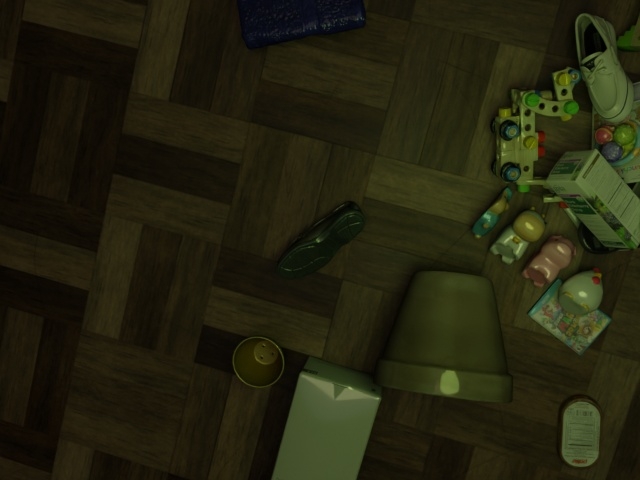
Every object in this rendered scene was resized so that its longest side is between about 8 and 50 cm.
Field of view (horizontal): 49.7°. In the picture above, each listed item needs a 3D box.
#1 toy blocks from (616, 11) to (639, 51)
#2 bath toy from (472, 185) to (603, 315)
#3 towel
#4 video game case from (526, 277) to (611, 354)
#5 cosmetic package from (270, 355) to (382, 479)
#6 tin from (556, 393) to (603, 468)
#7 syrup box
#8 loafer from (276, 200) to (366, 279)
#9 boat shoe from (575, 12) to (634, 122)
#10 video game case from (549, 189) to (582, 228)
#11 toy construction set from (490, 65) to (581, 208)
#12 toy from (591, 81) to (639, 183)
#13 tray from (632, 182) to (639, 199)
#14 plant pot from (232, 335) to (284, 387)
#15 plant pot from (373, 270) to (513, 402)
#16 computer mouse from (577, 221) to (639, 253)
[{"bbox_3d":[0.844,-0.526,1.457,0.191,0.381,0.260,10,98,-34],"label":"toy blocks"},{"bbox_3d":[0.539,0.028,1.650,0.348,0.151,0.129,41,68,3],"label":"bath toy"},{"bbox_3d":[-0.051,-0.600,1.691,0.308,0.076,0.227,-9,89,10],"label":"towel"},{"bbox_3d":[0.617,0.189,1.715,0.166,0.015,0.119,38,101,3],"label":"video game case"},{"bbox_3d":[0.010,0.518,1.777,0.217,0.156,0.384,18,98,6],"label":"cosmetic package"},{"bbox_3d":[0.651,0.482,1.737,0.106,0.040,0.189,2,97,12],"label":"tin"},{"bbox_3d":[0.618,-0.091,1.525,0.237,0.093,0.096,40,77,-21],"label":"syrup box"},{"bbox_3d":[0.000,0.000,1.762,0.268,0.084,0.096,-36,122,14],"label":"loafer"},{"bbox_3d":[0.627,-0.392,1.550,0.096,0.088,0.267,-22,64,50],"label":"boat shoe"},{"bbox_3d":[0.649,-0.116,1.670,0.143,0.019,0.157,-36,90,11],"label":"video game case"},{"bbox_3d":[0.517,-0.233,1.618,0.215,0.151,0.327,-9,96,-6],"label":"toy construction set"},{"bbox_3d":[0.665,-0.244,1.561,0.056,0.137,0.237,18,73,-34],"label":"toy"},{"bbox_3d":[0.852,-0.076,1.614,0.270,0.030,0.145,35,76,-2],"label":"tray"},{"bbox_3d":[-0.152,0.303,1.801,0.134,0.095,0.134,1,98,8],"label":"plant pot"},{"bbox_3d":[0.299,0.223,1.644,0.323,0.323,0.280,5,81,8],"label":"plant pot"},{"bbox_3d":[0.739,0.010,1.638,0.262,0.060,0.184,-16,83,-6],"label":"computer mouse"}]
